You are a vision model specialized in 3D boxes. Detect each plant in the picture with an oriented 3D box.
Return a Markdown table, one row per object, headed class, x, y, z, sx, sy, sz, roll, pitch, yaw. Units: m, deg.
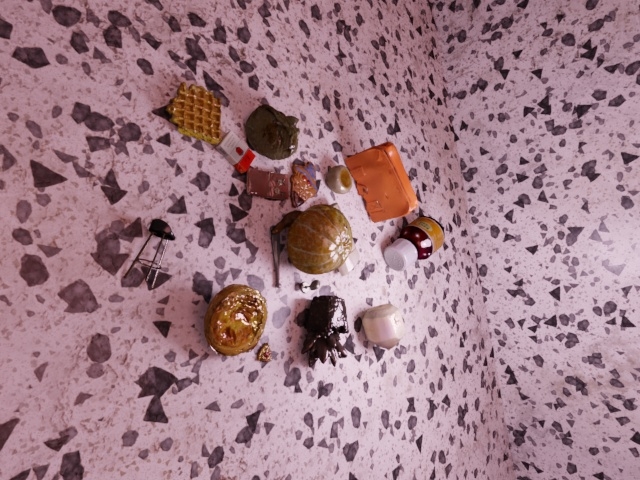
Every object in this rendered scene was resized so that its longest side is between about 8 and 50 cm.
| class | x | y | z | sx | sy | sz | roll | pitch | yaw |
| --- | --- | --- | --- | --- | --- | --- | --- | --- | --- |
| plant | 0.021 | 0.412 | 1.814 | 0.194 | 0.182 | 0.320 | 23 | 61 | -40 |

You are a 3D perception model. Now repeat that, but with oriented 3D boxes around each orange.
| class | x | y | z | sx | sy | sz | roll | pitch | yaw |
| --- | --- | --- | --- | --- | --- | --- | --- | --- | --- |
| orange | 0.000 | 0.000 | 1.800 | 0.329 | 0.249 | 0.328 | -32 | 131 | -46 |

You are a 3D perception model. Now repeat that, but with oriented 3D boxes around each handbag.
| class | x | y | z | sx | sy | sz | roll | pitch | yaw |
| --- | --- | --- | --- | --- | --- | --- | --- | --- | --- |
| handbag | 0.331 | -0.311 | 2.197 | 0.116 | 0.304 | 0.409 | -37 | 106 | -42 |

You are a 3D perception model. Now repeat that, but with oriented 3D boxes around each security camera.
| class | x | y | z | sx | sy | sz | roll | pitch | yaw |
| --- | --- | --- | --- | --- | --- | --- | --- | --- | --- |
| security camera | -0.040 | 0.212 | 1.853 | 0.058 | 0.092 | 0.058 | 14 | 71 | -45 |

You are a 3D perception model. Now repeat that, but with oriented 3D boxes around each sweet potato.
| class | x | y | z | sx | sy | sz | roll | pitch | yaw |
| --- | --- | --- | --- | --- | --- | --- | --- | --- | --- |
| sweet potato | -0.138 | -0.091 | 1.832 | 0.270 | 0.075 | 0.074 | -30 | 103 | -44 |

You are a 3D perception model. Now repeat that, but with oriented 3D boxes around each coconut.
| class | x | y | z | sx | sy | sz | roll | pitch | yaw |
| --- | --- | --- | --- | --- | --- | --- | --- | --- | --- |
| coconut | 0.337 | 0.453 | 2.102 | 0.224 | 0.224 | 0.233 | -13 | 79 | -46 |

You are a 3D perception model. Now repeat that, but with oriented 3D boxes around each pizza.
| class | x | y | z | sx | sy | sz | roll | pitch | yaw |
| --- | --- | --- | --- | --- | --- | --- | --- | --- | --- |
| pizza | -0.219 | 0.471 | 1.662 | 0.078 | 0.025 | 0.083 | 46 | 51 | -26 |

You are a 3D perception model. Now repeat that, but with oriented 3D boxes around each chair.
| class | x | y | z | sx | sy | sz | roll | pitch | yaw |
| --- | --- | --- | --- | --- | --- | --- | --- | --- | --- |
| chair | -0.562 | 0.044 | 1.365 | 0.095 | 0.104 | 0.221 | 50 | 50 | -60 |

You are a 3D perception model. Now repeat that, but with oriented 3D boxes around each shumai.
| class | x | y | z | sx | sy | sz | roll | pitch | yaw |
| --- | --- | --- | --- | --- | --- | --- | --- | --- | --- |
| shumai | -0.197 | -0.483 | 1.815 | 0.255 | 0.189 | 0.218 | 53 | 29 | -3 |

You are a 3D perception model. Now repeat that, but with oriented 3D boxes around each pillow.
| class | x | y | z | sx | sy | sz | roll | pitch | yaw |
| --- | --- | --- | --- | --- | --- | --- | --- | --- | --- |
| pillow | -0.234 | -0.249 | 1.792 | 0.233 | 0.043 | 0.126 | 2 | 80 | -44 |

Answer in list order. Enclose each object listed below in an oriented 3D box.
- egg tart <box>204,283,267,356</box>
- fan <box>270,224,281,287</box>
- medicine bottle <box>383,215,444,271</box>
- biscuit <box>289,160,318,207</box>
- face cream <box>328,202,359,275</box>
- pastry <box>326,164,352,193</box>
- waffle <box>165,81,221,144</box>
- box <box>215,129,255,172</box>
| class | x | y | z | sx | sy | sz | roll | pitch | yaw |
| --- | --- | --- | --- | --- | --- | --- | --- | --- | --- |
| egg tart | -0.325 | 0.298 | 1.532 | 0.297 | 0.132 | 0.296 | -9 | 103 | -44 |
| fan | -0.190 | 0.071 | 1.782 | 0.057 | 0.023 | 0.281 | 4 | 78 | -54 |
| medicine bottle | 0.561 | 0.030 | 2.404 | 0.395 | 0.243 | 0.242 | -38 | 109 | -37 |
| biscuit | -0.083 | -0.276 | 1.961 | 0.183 | 0.043 | 0.280 | 38 | 53 | -30 |
| face cream | 0.095 | -0.008 | 2.045 | 0.174 | 0.081 | 0.348 | -36 | 107 | -43 |
| pastry | 0.101 | -0.318 | 2.115 | 0.157 | 0.092 | 0.156 | 7 | 79 | -43 |
| waffle | -0.496 | -0.510 | 1.570 | 0.219 | 0.057 | 0.228 | 6 | 76 | -45 |
| box | -0.355 | -0.372 | 1.693 | 0.152 | 0.048 | 0.100 | 44 | 55 | -28 |
